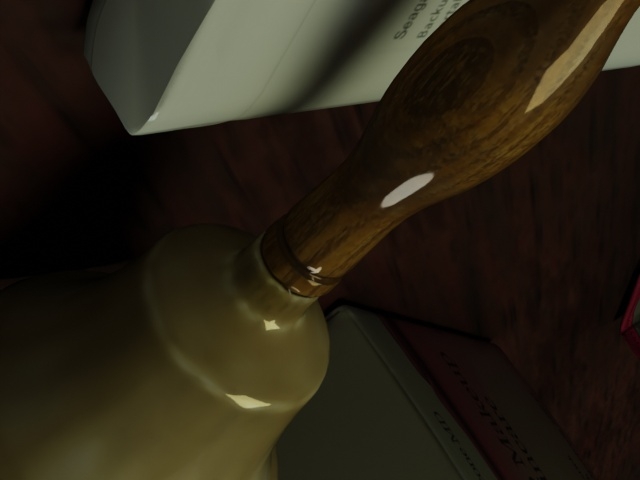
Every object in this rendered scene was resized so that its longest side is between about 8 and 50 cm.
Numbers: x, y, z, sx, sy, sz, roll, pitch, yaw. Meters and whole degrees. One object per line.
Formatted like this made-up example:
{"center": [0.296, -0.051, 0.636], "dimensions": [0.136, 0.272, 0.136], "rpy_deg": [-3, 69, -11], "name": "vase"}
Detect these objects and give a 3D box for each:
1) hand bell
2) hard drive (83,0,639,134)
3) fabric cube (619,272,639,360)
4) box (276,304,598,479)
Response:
{"center": [0.000, 0.000, 0.388], "dimensions": [0.126, 0.126, 0.242], "rpy_deg": [-8, 153, -46], "name": "hand bell"}
{"center": [0.121, -0.141, 0.409], "dimensions": [0.353, 0.047, 0.233], "rpy_deg": [-12, 149, -40], "name": "hard drive"}
{"center": [0.381, 0.044, 0.843], "dimensions": [0.258, 0.259, 0.254], "rpy_deg": [-28, 155, -13], "name": "fabric cube"}
{"center": [0.053, 0.138, 0.738], "dimensions": [0.127, 0.148, 0.232], "rpy_deg": [-40, 157, 15], "name": "box"}
